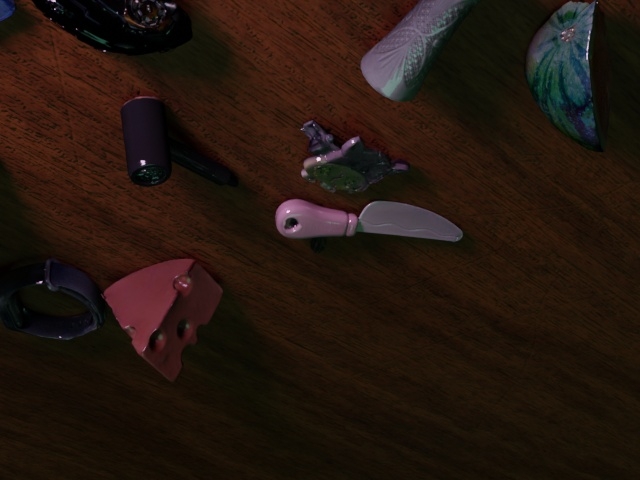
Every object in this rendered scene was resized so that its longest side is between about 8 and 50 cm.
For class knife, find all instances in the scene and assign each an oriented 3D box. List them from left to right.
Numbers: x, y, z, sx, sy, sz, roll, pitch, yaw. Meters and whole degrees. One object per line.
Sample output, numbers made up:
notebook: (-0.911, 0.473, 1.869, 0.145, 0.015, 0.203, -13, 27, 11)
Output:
knife: (0.089, -0.038, 2.008, 0.336, 0.043, 0.081, 1, 125, -12)

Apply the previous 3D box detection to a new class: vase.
vase: (0.153, -0.300, 1.626, 0.096, 0.096, 0.219, 19, 135, -24)

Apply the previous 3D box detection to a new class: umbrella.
umbrella: (0.000, -0.002, 2.057, 0.032, 0.020, 0.083, 5, 136, -9)

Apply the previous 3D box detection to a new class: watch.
watch: (-0.501, 0.111, 2.146, 0.193, 0.068, 0.206, -3, 145, -3)

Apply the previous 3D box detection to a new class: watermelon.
watermelon: (0.367, -0.221, 1.686, 0.128, 0.146, 0.231, -12, 143, 13)

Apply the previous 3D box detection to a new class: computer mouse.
computer mouse: (-0.288, -0.307, 1.588, 0.242, 0.077, 0.146, 17, 150, -20)

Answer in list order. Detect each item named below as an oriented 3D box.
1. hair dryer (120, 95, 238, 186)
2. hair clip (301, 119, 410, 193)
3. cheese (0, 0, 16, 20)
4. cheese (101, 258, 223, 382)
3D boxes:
hair dryer: (-0.208, -0.119, 1.829, 0.070, 0.128, 0.255, -28, 146, 28)
hair clip: (0.037, -0.127, 1.870, 0.146, 0.056, 0.187, -21, 141, 33)
cheese: (-0.527, -0.371, 1.524, 0.189, 0.074, 0.286, -21, 141, 24)
cheese: (-0.270, 0.118, 2.101, 0.177, 0.203, 0.128, -41, 134, -2)
